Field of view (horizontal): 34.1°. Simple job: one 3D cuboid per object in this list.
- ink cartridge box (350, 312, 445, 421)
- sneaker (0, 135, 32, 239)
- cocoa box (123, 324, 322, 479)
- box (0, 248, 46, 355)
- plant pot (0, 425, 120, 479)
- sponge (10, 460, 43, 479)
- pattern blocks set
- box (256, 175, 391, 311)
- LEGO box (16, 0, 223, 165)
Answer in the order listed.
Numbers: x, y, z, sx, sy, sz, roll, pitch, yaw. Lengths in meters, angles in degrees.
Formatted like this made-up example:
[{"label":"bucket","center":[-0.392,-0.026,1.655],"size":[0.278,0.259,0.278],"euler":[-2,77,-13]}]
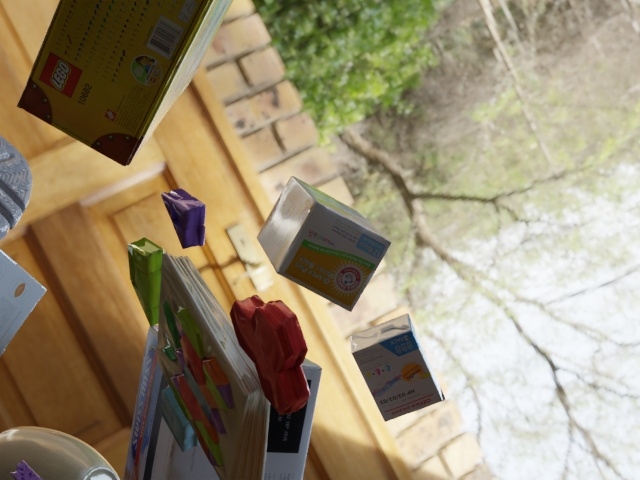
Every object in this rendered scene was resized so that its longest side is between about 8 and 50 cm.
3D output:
[{"label":"ink cartridge box","center":[0.130,0.221,1.688],"size":[0.104,0.181,0.061],"euler":[-22,-156,9]},{"label":"sneaker","center":[-0.403,0.023,0.969],"size":[0.180,0.124,0.321],"euler":[-38,-166,38]},{"label":"cocoa box","center":[-0.168,0.331,1.671],"size":[0.231,0.347,0.228],"euler":[8,-174,-26]},{"label":"box","center":[-0.509,0.072,1.524],"size":[0.091,0.170,0.130],"euler":[20,-112,31]},{"label":"plant pot","center":[-0.471,0.475,1.894],"size":[0.191,0.284,0.284],"euler":[-9,-169,27]},{"label":"sponge","center":[-0.396,0.432,1.622],"size":[0.117,0.210,0.031],"euler":[28,-119,36]},{"label":"pattern blocks set","center":[-0.085,0.108,0.802],"size":[0.026,0.285,0.325],"euler":[-21,135,-23]},{"label":"box","center":[0.000,0.000,1.361],"size":[0.103,0.114,0.203],"euler":[-60,-165,6]},{"label":"LEGO box","center":[-0.218,-0.417,1.556],"size":[0.500,0.193,0.372],"euler":[-55,-171,34]}]
